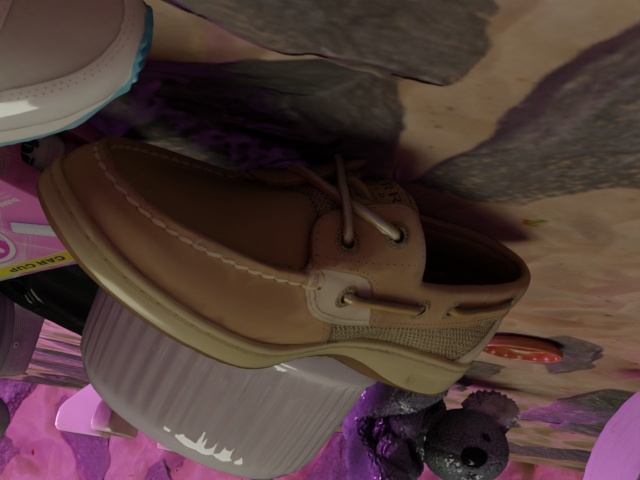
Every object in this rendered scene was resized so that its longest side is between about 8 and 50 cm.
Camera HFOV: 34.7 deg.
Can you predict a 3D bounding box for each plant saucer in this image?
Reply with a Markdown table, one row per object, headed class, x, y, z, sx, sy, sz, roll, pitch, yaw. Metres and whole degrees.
| class | x | y | z | sx | sy | sz | roll | pitch | yaw |
| --- | --- | --- | --- | --- | --- | --- | --- | --- | --- |
| plant saucer | 0.204 | 0.110 | 1.039 | 0.084 | 0.013 | 0.083 | 10 | 166 | 2 |

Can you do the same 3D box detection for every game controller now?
| class | x | y | z | sx | sy | sz | roll | pitch | yaw |
| --- | --- | --- | --- | --- | --- | --- | --- | --- | --- |
| game controller | -0.134 | 0.060 | 0.910 | 0.167 | 0.067 | 0.319 | -22 | 149 | 18 |

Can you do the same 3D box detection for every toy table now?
| class | x | y | z | sx | sy | sz | roll | pitch | yaw |
| --- | --- | --- | --- | --- | --- | --- | --- | --- | --- |
| toy table | -0.196 | 0.176 | 1.275 | 0.252 | 0.160 | 0.274 | 1 | 163 | 29 |

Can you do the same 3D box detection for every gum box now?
| class | x | y | z | sx | sy | sz | roll | pitch | yaw |
| --- | --- | --- | --- | --- | --- | --- | --- | --- | --- |
| gum box | -0.201 | -0.026 | 0.599 | 0.188 | 0.062 | 0.107 | -13 | 151 | 33 |

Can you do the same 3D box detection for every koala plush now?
| class | x | y | z | sx | sy | sz | roll | pitch | yaw |
| --- | --- | --- | --- | --- | --- | --- | --- | --- | --- |
| koala plush | 0.157 | 0.266 | 1.377 | 0.221 | 0.196 | 0.203 | 13 | 177 | -16 |

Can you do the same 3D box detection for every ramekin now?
| class | x | y | z | sx | sy | sz | roll | pitch | yaw |
| --- | --- | --- | --- | --- | --- | --- | --- | --- | --- |
| ramekin | -0.066 | 0.074 | 0.712 | 0.207 | 0.109 | 0.207 | 30 | -172 | -4 |

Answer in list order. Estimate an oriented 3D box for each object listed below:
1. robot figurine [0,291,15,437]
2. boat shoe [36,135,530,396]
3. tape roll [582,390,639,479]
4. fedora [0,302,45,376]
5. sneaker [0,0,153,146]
| class | x | y | z | sx | sy | sz | roll | pitch | yaw |
| --- | --- | --- | --- | --- | --- | --- | --- | --- | --- |
| robot figurine | -0.366 | 0.048 | 0.794 | 0.300 | 0.200 | 0.353 | 42 | 172 | 14 |
| boat shoe | 0.000 | 0.000 | 0.576 | 0.110 | 0.121 | 0.341 | -47 | 144 | 19 |
| tape roll | 0.398 | 0.274 | 1.006 | 0.100 | 0.286 | 0.286 | 20 | 163 | -33 |
| fedora | -0.413 | 0.085 | 1.129 | 0.244 | 0.124 | 0.275 | 2 | 164 | 27 |
| sneaker | -0.170 | -0.093 | 0.344 | 0.229 | 0.087 | 0.092 | 10 | 164 | -11 |
